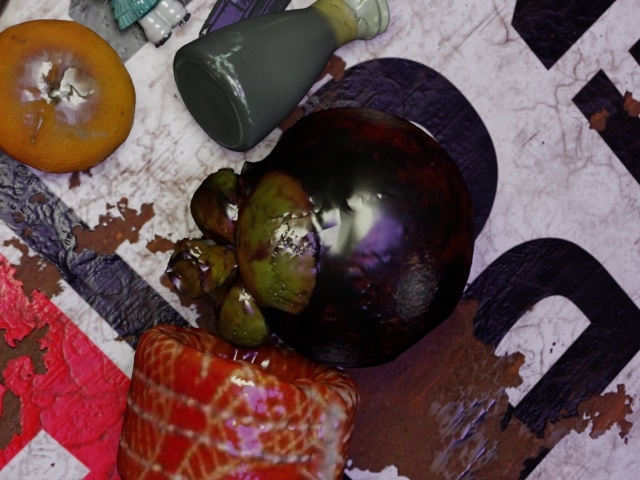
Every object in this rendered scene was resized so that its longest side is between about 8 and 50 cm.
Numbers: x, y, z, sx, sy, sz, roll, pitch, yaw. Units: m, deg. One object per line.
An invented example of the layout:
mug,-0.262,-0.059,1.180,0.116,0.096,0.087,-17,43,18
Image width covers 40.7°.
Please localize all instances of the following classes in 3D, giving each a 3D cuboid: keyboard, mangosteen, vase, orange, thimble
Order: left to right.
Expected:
orange,-0.373,-0.201,1.212,0.224,0.170,0.223,-1,93,-17
thimble,-0.115,0.265,1.238,0.350,0.350,0.230,13,91,-17
keyboard,-0.109,-0.359,1.349,0.103,0.041,0.381,34,78,-15
vase,-0.045,-0.282,1.287,0.321,0.173,0.173,-38,104,-25
mangosteen,0.015,0.013,1.241,0.421,0.381,0.380,-31,102,-1

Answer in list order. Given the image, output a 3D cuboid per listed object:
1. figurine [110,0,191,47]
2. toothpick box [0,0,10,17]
figurine,-0.303,-0.390,1.252,0.138,0.110,0.245,-45,112,-5
toothpick box,-0.516,-0.354,1.195,0.149,0.098,0.098,31,86,-16
